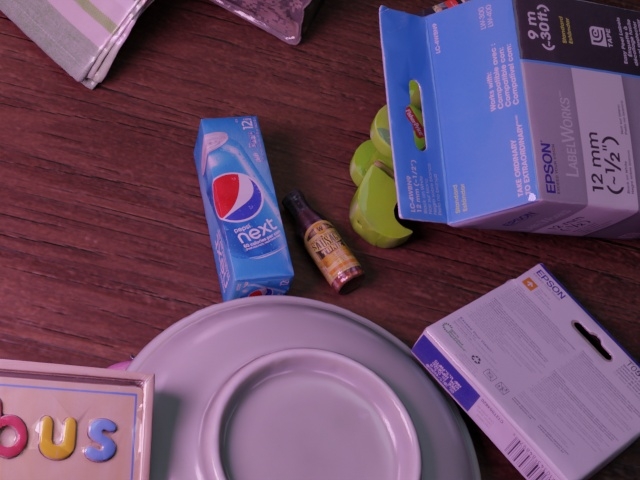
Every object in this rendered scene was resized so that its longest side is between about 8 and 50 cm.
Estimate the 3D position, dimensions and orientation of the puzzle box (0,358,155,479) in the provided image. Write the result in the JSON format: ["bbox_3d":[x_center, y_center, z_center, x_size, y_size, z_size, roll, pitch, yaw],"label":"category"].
[{"bbox_3d":[-0.344,0.229,1.230,0.408,0.052,0.272,7,77,-25],"label":"puzzle box"}]

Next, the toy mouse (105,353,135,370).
[{"bbox_3d":[-0.167,0.153,1.471,0.161,0.031,0.143,26,56,4],"label":"toy mouse"}]

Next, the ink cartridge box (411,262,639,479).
[{"bbox_3d":[0.239,0.147,1.547,0.224,0.045,0.223,-24,65,-44],"label":"ink cartridge box"}]

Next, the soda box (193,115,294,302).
[{"bbox_3d":[-0.086,-0.032,1.582,0.067,0.071,0.210,-5,60,-16],"label":"soda box"}]

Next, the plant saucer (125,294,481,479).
[{"bbox_3d":[-0.017,0.219,1.402,0.400,0.100,0.401,8,60,-13],"label":"plant saucer"}]

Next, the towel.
[{"bbox_3d":[-0.249,-0.370,1.654,0.248,0.325,0.038,44,15,16],"label":"towel"}]

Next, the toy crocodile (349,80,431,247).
[{"bbox_3d":[0.127,-0.140,1.676,0.105,0.115,0.340,33,59,1],"label":"toy crocodile"}]

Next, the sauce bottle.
[{"bbox_3d":[0.000,0.000,1.601,0.042,0.042,0.128,-26,67,-26],"label":"sauce bottle"}]

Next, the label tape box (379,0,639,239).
[{"bbox_3d":[0.243,-0.141,1.613,0.347,0.115,0.249,5,72,-33],"label":"label tape box"}]

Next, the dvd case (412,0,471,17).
[{"bbox_3d":[0.161,-0.260,1.819,0.119,0.013,0.087,-25,67,-27],"label":"dvd case"}]

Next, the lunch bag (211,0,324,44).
[{"bbox_3d":[-0.092,-0.414,1.765,0.287,0.169,0.235,28,57,-1],"label":"lunch bag"}]
